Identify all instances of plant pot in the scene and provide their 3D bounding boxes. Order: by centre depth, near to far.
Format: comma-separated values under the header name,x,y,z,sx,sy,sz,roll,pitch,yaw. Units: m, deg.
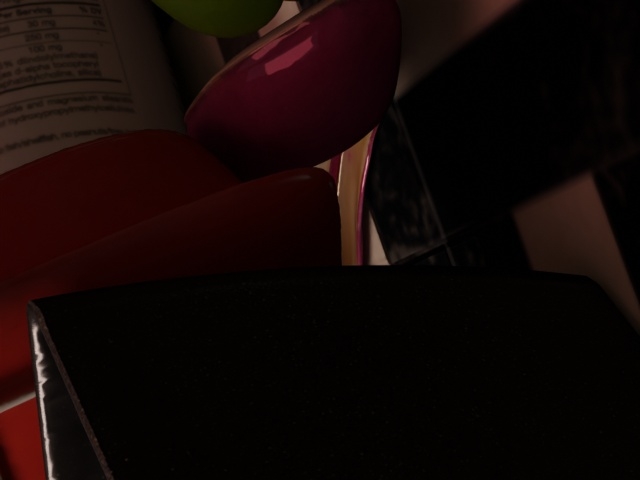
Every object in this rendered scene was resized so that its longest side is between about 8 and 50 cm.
name,x,y,z,sx,sy,sz,roll,pitch,yaw
plant pot,0.030,0.115,0.411,0.187,0.167,0.188,96,150,-48

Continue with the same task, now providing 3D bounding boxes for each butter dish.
name,x,y,z,sx,sy,sz,roll,pitch,yaw
butter dish,-0.081,0.022,0.486,0.118,0.159,0.160,57,162,34

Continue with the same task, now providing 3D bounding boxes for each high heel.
name,x,y,z,sx,sy,sz,roll,pitch,yaw
high heel,0.000,0.000,0.534,0.117,0.082,0.244,57,152,9

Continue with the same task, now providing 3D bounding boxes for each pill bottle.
name,x,y,z,sx,sy,sz,roll,pitch,yaw
pill bottle,-0.147,-0.052,0.726,0.160,0.160,0.283,115,140,-62

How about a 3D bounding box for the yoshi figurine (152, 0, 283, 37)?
name,x,y,z,sx,sy,sz,roll,pitch,yaw
yoshi figurine,-0.080,-0.237,0.407,0.203,0.203,0.362,-111,11,-61
